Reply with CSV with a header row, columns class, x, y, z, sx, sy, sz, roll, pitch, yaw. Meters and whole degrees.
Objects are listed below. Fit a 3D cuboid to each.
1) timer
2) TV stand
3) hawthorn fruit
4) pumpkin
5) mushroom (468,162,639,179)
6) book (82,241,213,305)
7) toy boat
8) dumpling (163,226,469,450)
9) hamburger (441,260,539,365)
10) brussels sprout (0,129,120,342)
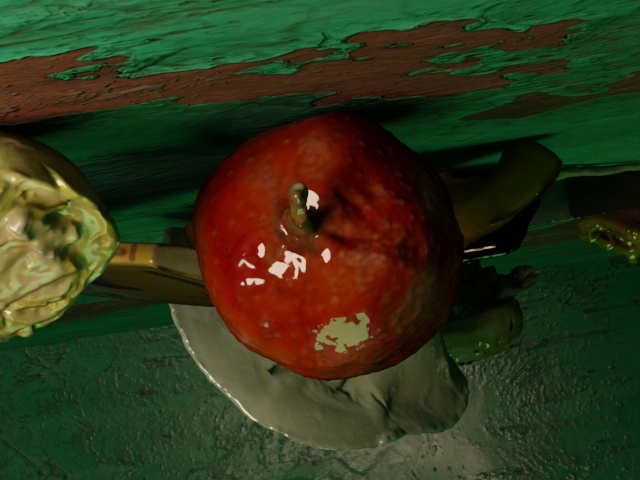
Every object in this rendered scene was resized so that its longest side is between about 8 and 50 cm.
class,x,y,z,sx,sy,sz,roll,pitch,yaw
timer,0.146,-0.012,1.900,0.144,0.055,0.187,-11,-166,19
TV stand,0.279,-0.046,2.049,0.257,0.049,0.040,-9,176,6
hawthorn fruit,0.000,0.000,1.353,0.205,0.205,0.253,-10,167,14
pumpkin,0.049,-0.018,1.737,0.258,0.095,0.290,-19,-171,-26
mushroom,0.271,-0.070,1.940,0.286,0.025,0.028,-4,157,-27
book,-0.193,0.026,1.603,0.389,0.032,0.269,2,172,39
toy boat,0.380,-0.022,2.237,0.141,0.099,0.318,-5,178,4
dumpling,-0.003,0.105,1.926,0.321,0.270,0.212,-6,163,-9
hamburger,0.094,0.066,2.185,0.318,0.195,0.277,-11,179,-43
brussels sprout,-0.220,-0.015,1.228,0.149,0.122,0.151,-11,142,-34
